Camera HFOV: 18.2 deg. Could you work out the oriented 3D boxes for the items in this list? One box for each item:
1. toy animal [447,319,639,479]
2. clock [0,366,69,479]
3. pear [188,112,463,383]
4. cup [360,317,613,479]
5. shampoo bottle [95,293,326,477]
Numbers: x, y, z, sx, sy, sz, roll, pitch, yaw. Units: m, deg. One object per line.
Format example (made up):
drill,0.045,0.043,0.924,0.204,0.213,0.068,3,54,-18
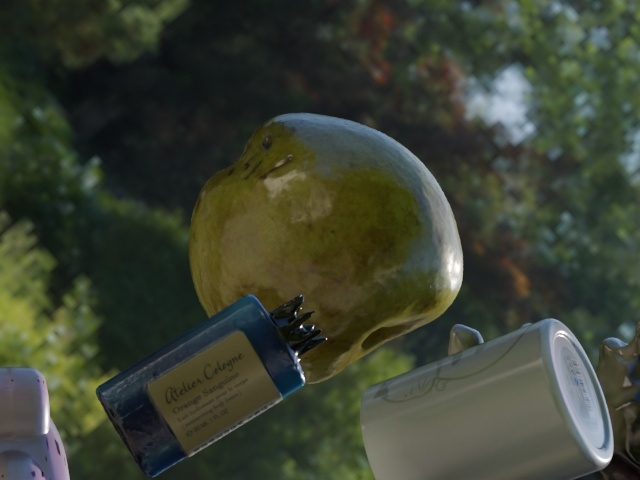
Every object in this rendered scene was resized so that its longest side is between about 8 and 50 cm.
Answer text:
toy animal,0.240,0.226,1.449,0.302,0.344,0.194,4,-6,18
clock,-0.288,0.302,1.869,0.295,0.113,0.322,113,-28,-61
pear,0.000,0.000,2.256,0.304,0.304,0.304,49,-4,4
cup,0.103,0.104,1.244,0.099,0.133,0.136,55,24,-27
shampoo bottle,-0.081,0.108,1.593,0.087,0.183,0.050,59,-6,-1
